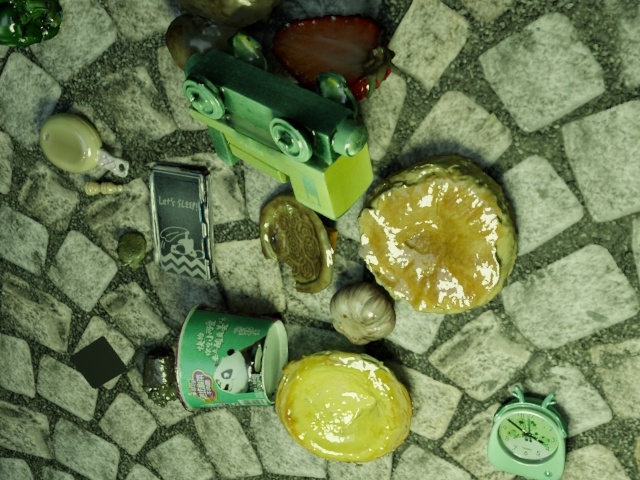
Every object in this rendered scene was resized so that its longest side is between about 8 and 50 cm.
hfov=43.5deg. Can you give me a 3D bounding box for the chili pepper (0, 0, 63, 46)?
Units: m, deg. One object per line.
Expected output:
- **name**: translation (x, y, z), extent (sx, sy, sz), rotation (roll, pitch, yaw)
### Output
- **chili pepper**: translation (-0.625, -0.493, 1.698), extent (0.261, 0.165, 0.173), rotation (14, 98, 22)

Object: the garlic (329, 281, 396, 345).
- **garlic**: translation (0.091, 0.150, 1.695), extent (0.147, 0.102, 0.159), rotation (22, 142, 11)

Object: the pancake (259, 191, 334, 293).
- **pancake**: translation (-0.051, 0.004, 1.696), extent (0.235, 0.029, 0.211), rotation (41, 132, 30)

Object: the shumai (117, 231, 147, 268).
- **shumai**: translation (-0.443, 0.031, 1.912), extent (0.083, 0.082, 0.080), rotation (31, 159, 23)

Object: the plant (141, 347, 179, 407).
- **plant**: translation (-0.396, 0.343, 2.001), extent (0.092, 0.094, 0.143), rotation (1, 108, 12)

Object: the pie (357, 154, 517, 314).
- **pie**: translation (0.228, -0.001, 1.580), extent (0.340, 0.083, 0.339), rotation (8, 115, 18)

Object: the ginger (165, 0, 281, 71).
- **ginger**: translation (-0.197, -0.420, 1.559), extent (0.245, 0.155, 0.304), rotation (17, 126, 9)

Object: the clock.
- **clock**: translation (0.437, 0.393, 1.668), extent (0.160, 0.066, 0.210), rotation (11, 115, 19)

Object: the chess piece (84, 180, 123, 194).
- **chess piece**: translation (-0.503, -0.122, 1.880), extent (0.092, 0.035, 0.035), rotation (2, 113, 19)

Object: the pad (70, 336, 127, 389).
- **pad**: translation (-0.588, 0.326, 2.128), extent (0.157, 0.003, 0.112), rotation (-31, 97, 31)

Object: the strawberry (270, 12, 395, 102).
- **strawberry**: translation (0.023, -0.331, 1.509), extent (0.237, 0.190, 0.111), rotation (24, 162, 27)

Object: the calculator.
- **calculator**: translation (-0.318, -0.042, 1.837), extent (0.166, 0.028, 0.273), rotation (10, 114, 23)

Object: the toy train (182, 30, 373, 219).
- **toy train**: translation (-0.079, -0.205, 1.446), extent (0.397, 0.160, 0.253), rotation (29, 154, 28)

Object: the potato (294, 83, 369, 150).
- **potato**: translation (0.029, -0.209, 1.548), extent (0.138, 0.098, 0.243), rotation (5, 128, 47)

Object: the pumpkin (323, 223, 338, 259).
- **pumpkin**: translation (0.000, 0.000, 1.699), extent (0.074, 0.054, 0.083), rotation (30, 131, 31)

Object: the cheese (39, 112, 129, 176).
- **cheese**: translation (-0.537, -0.206, 1.841), extent (0.228, 0.064, 0.137), rotation (25, 121, 11)

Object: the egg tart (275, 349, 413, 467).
- **egg tart**: translation (0.054, 0.351, 1.775), extent (0.315, 0.120, 0.314), rotation (4, 115, 9)

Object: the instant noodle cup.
- **instant noodle cup**: translation (-0.187, 0.267, 1.797), extent (0.190, 0.251, 0.251), rotation (2, 112, 14)
